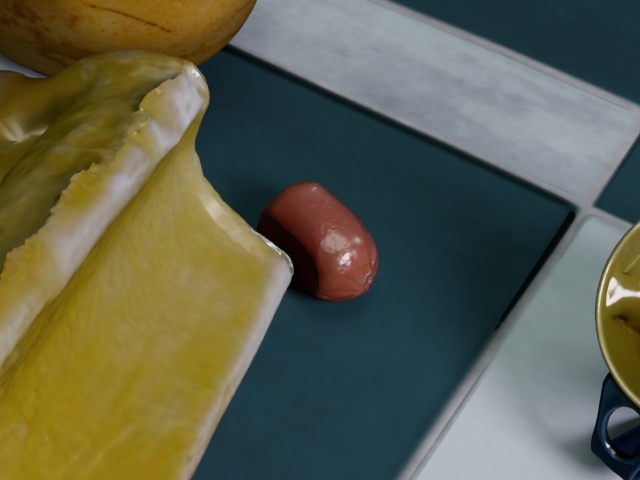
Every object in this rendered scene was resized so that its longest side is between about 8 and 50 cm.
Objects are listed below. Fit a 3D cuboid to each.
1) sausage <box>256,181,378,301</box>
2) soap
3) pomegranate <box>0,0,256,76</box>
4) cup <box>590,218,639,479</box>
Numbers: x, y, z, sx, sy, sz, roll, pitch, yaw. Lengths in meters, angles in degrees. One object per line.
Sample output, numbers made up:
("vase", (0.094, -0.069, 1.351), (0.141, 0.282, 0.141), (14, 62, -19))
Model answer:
("sausage", (0.000, 0.000, 0.879), (0.054, 0.059, 0.094), (-19, 48, -33))
("soap", (-0.203, 0.081, 0.501), (0.293, 0.156, 0.335), (-10, 33, 30))
("pomegranate", (-0.152, -0.234, 0.969), (0.264, 0.264, 0.264), (4, 45, -4))
("cup", (0.232, 0.066, 0.784), (0.131, 0.176, 0.155), (44, 14, 27))
